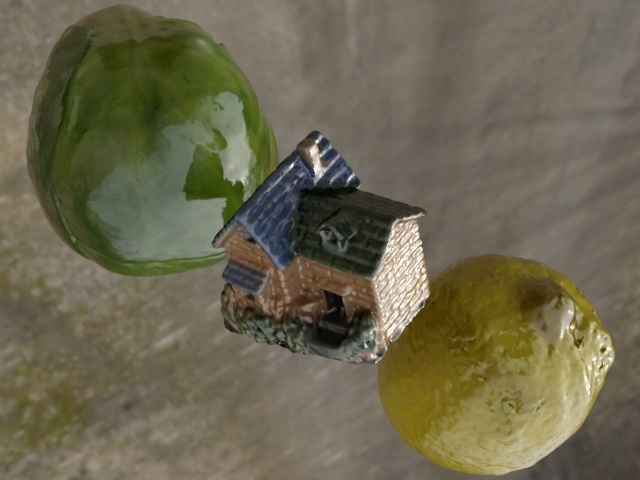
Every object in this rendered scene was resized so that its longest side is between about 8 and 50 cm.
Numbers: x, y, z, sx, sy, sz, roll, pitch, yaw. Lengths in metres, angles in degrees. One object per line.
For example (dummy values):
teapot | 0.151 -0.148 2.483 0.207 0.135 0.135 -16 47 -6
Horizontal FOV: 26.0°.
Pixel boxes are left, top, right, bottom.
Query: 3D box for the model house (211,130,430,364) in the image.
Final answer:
model house | 0.000 0.000 1.340 0.166 0.183 0.172 -47 143 -35

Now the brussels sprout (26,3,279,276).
brussels sprout | -0.203 -0.119 1.600 0.281 0.355 0.289 -23 146 2

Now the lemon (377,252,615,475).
lemon | 0.196 0.140 1.591 0.245 0.245 0.320 -19 162 -34
